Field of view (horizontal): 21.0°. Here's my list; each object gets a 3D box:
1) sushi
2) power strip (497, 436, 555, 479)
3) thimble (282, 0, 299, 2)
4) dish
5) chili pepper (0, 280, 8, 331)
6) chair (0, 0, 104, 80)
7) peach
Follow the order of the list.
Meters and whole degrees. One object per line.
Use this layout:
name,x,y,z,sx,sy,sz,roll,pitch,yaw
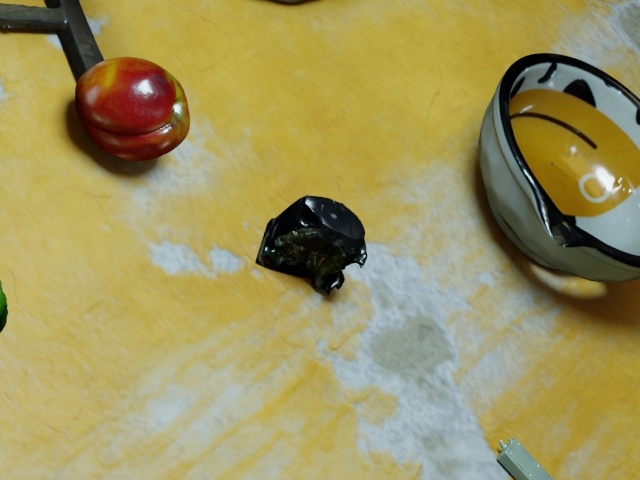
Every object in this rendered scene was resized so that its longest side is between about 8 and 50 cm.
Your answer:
sushi,0.000,0.000,1.617,0.084,0.083,0.056,30,43,-15
power strip,0.199,0.222,1.651,0.083,0.017,0.027,47,41,1
thimble,-0.034,-0.377,1.834,0.245,0.157,0.217,-28,77,-47
dish,0.269,-0.055,1.849,0.303,0.120,0.303,21,47,-25
chili pepper,-0.372,0.132,1.110,0.385,0.213,0.167,-50,122,-36
chair,-0.310,-0.363,1.570,0.240,0.203,0.416,-1,58,-43
peach,-0.173,-0.119,1.570,0.101,0.101,0.101,21,47,-25
